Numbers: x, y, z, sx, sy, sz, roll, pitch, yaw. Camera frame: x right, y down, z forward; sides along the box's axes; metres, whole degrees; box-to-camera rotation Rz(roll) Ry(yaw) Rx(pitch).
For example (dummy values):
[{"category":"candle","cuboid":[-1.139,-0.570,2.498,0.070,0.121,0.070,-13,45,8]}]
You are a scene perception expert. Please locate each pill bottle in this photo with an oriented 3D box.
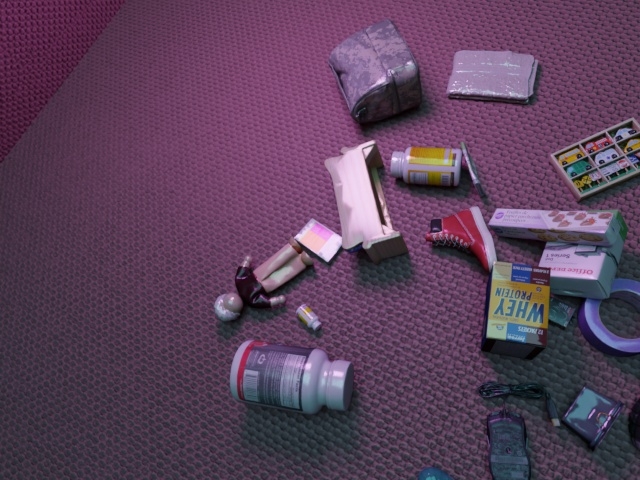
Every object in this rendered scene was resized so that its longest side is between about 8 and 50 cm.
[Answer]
[{"category":"pill bottle","cuboid":[-0.034,0.238,1.409,0.043,0.043,0.083,-44,64,-5]},{"category":"pill bottle","cuboid":[0.337,-0.237,1.465,0.214,0.117,0.117,6,70,17]},{"category":"pill bottle","cuboid":[-0.075,0.384,1.285,0.318,0.176,0.177,4,69,16]}]

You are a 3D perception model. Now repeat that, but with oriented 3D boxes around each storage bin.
[{"category":"storage bin","cuboid":[0.658,0.427,1.122,0.091,0.098,0.135,33,79,35]}]

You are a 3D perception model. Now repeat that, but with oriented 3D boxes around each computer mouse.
[{"category":"computer mouse","cuboid":[0.506,0.486,1.155,0.184,0.060,0.262,-9,54,16]}]

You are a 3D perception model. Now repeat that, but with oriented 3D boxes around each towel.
[{"category":"towel","cuboid":[0.584,-0.561,1.571,0.282,0.049,0.187,10,70,19]},{"category":"towel","cuboid":[0.473,-0.220,1.424,0.023,0.113,0.152,-19,63,22]}]

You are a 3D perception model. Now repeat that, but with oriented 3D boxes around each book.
[{"category":"book","cuboid":[0.000,0.000,1.506,0.144,0.035,0.096,34,77,24]}]

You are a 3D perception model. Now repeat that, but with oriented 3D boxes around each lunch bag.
[{"category":"lunch bag","cuboid":[0.181,-0.575,1.594,0.255,0.212,0.305,-21,64,5]}]

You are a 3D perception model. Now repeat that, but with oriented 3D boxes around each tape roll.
[{"category":"tape roll","cuboid":[0.775,0.199,1.186,0.188,0.080,0.189,-5,66,12]}]

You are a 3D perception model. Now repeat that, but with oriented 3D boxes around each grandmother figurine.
[{"category":"grandmother figurine","cuboid":[-0.195,0.130,1.469,0.342,0.104,0.208,-39,55,-6]}]

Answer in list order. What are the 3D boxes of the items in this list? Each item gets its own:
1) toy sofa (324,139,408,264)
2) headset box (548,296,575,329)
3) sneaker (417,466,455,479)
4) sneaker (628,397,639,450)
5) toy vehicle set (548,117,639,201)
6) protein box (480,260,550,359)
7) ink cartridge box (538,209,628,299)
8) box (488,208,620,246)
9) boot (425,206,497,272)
[{"category":"toy sofa","cuboid":[0.141,-0.116,1.450,0.177,0.150,0.363,-18,64,13]},{"category":"headset box","cuboid":[0.643,0.198,1.249,0.083,0.032,0.062,29,78,25]},{"category":"sneaker","cuboid":[0.339,0.678,1.082,0.108,0.121,0.302,-37,63,-2]},{"category":"sneaker","cuboid":[0.826,0.381,1.086,0.106,0.101,0.268,23,87,2]},{"category":"toy vehicle set","cuboid":[0.851,-0.241,1.372,0.266,0.035,0.166,-25,64,4]},{"category":"protein box","cuboid":[0.502,0.186,1.197,0.135,0.201,0.200,7,70,17]},{"category":"ink cartridge box","cuboid":[0.693,0.033,1.222,0.160,0.092,0.219,1,55,51]},{"category":"box","cuboid":[0.618,-0.039,1.242,0.324,0.067,0.063,10,62,54]},{"category":"boot","cuboid":[0.405,0.014,1.339,0.176,0.088,0.244,-16,42,10]}]
